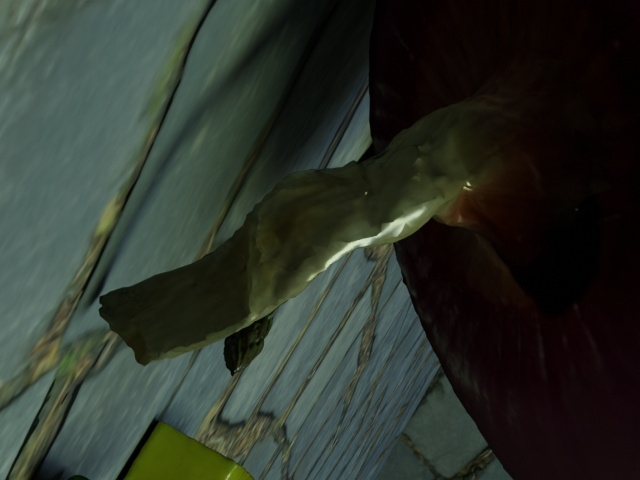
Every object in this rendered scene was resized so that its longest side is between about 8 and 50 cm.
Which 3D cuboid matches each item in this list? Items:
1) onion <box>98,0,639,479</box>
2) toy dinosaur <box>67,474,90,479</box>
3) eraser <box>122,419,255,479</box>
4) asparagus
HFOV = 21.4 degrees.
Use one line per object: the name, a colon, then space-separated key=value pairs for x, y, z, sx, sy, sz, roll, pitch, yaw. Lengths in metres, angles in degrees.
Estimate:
onion: x=0.154 y=-0.039 z=0.597 sx=0.345 sy=0.358 sz=0.358 roll=-19 pitch=141 yaw=-55
toy dinosaur: x=-0.100 y=0.185 z=0.622 sx=0.194 sy=0.152 sz=0.177 roll=16 pitch=-109 yaw=56
eraser: x=-0.083 y=0.150 z=0.794 sx=0.122 sy=0.045 sz=0.097 roll=-58 pitch=172 yaw=-10
asparagus: x=0.000 y=0.000 z=0.855 sx=0.023 sy=0.022 sz=0.233 roll=-12 pitch=-155 yaw=33
